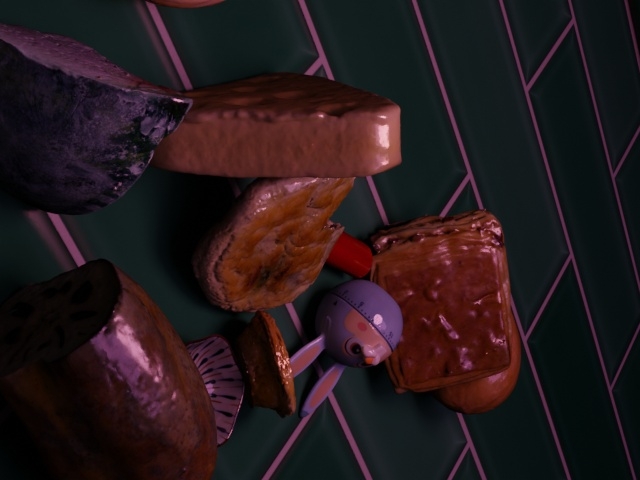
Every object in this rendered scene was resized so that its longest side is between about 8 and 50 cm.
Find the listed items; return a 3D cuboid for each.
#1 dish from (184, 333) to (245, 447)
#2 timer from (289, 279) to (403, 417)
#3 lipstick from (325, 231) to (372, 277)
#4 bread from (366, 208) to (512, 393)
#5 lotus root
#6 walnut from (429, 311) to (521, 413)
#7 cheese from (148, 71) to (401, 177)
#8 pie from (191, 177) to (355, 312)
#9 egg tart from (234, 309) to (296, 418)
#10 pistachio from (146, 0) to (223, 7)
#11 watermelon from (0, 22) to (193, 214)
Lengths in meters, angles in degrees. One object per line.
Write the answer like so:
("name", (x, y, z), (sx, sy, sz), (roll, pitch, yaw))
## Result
("dish", (-0.200, 0.234, 1.804), (0.190, 0.066, 0.191), (-3, 94, -53))
("timer", (0.049, 0.187, 2.071), (0.175, 0.175, 0.255), (55, 51, -41))
("lipstick", (-0.001, -0.001, 2.062), (0.279, 0.073, 0.073), (27, 71, -53))
("bread", (0.225, 0.111, 2.264), (0.167, 0.277, 0.325), (-110, -172, -78))
("lotus root", (-0.268, 0.215, 1.534), (0.250, 0.250, 0.346), (-49, 125, -41))
("walnut", (0.323, 0.224, 2.433), (0.203, 0.203, 0.298), (57, 46, -40))
("cheese", (-0.098, -0.170, 1.759), (0.384, 0.384, 0.104), (-23, 118, -52))
("pie", (-0.065, -0.001, 1.854), (0.337, 0.075, 0.337), (-34, 152, -20))
("egg tart", (-0.093, 0.204, 1.896), (0.074, 0.191, 0.191), (-13, 107, -13))
("pistachio", (-0.188, -0.435, 1.628), (0.309, 0.229, 0.230), (-3, 95, -63))
("watermelon", (-0.326, -0.158, 1.503), (0.214, 0.319, 0.290), (-87, -173, -46))
